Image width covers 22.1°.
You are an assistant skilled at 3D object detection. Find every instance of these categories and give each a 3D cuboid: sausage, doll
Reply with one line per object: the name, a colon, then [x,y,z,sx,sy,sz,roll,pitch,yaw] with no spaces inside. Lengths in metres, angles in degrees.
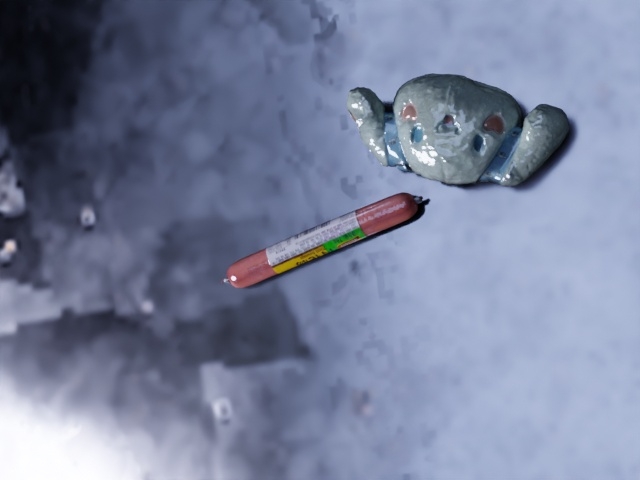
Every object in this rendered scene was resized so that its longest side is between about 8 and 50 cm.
sausage: [0.000,0.000,1.614,0.223,0.029,0.029,-23,80,16]
doll: [0.128,-0.106,1.559,0.214,0.071,0.103,10,98,11]
